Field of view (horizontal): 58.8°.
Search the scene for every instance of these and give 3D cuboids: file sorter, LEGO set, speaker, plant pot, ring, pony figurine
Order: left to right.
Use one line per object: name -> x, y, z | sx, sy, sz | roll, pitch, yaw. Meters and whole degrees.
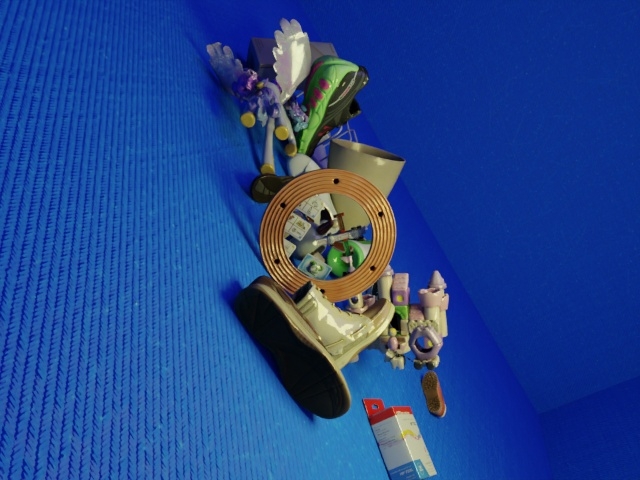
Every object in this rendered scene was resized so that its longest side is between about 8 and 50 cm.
pony figurine -> -0.155, -0.421, 1.675 | 0.363, 0.302, 0.351 | -90, 166, -45
LEGO set -> 0.000, 0.000, 1.430 | 0.244, 0.182, 0.060 | 32, 11, -11
file sorter -> 0.005, -0.427, 2.178 | 0.278, 0.173, 0.193 | 45, 25, -39
ring -> 0.018, -0.009, 1.383 | 0.336, 0.336, 0.032 | 54, 1, -18
plant pot -> 0.120, -0.172, 1.897 | 0.256, 0.274, 0.256 | 15, 16, -4
speaker -> 0.123, 0.059, 1.841 | 0.131, 0.131, 0.296 | 64, 19, 10

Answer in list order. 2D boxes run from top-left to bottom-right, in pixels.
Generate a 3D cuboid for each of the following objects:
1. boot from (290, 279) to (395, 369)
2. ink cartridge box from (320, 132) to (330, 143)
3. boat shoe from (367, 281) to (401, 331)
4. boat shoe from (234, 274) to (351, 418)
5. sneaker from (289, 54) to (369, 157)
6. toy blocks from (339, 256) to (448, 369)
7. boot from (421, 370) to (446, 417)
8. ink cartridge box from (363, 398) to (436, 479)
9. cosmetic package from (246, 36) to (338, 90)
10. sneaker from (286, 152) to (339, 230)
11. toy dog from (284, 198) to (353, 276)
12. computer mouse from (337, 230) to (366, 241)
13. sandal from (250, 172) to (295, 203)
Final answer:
boot -> 0.041, 0.171, 1.362 | 0.203, 0.262, 0.095 | 55, -23, -7
ink cartridge box -> -0.031, -0.496, 2.351 | 0.181, 0.061, 0.104 | 53, 20, -22
boat shoe -> 0.223, 0.213, 1.872 | 0.108, 0.102, 0.301 | 17, 37, -11
boat shoe -> -0.044, 0.220, 1.208 | 0.342, 0.123, 0.123 | 52, 21, -7
sneaker -> 0.022, -0.405, 1.866 | 0.202, 0.483, 0.185 | -3, 71, -21
toy blocks -> 0.193, 0.169, 1.537 | 0.309, 0.288, 0.260 | -25, 111, -69
boot -> 0.397, 0.535, 1.974 | 0.084, 0.059, 0.158 | 47, 31, -43
ink cartridge box -> 0.204, 0.509, 1.475 | 0.134, 0.078, 0.231 | 27, 37, -58
cosmetic package -> -0.095, -0.626, 2.031 | 0.309, 0.113, 0.160 | -5, 54, -21
sneaker -> -0.024, -0.147, 1.796 | 0.290, 0.106, 0.123 | 61, 16, -2
toy dog -> -0.002, -0.029, 1.576 | 0.220, 0.161, 0.334 | 48, 22, -19
computer mouse -> 0.098, -0.023, 2.027 | 0.106, 0.042, 0.193 | 53, 17, 16
sandal -> -0.136, -0.157, 1.566 | 0.060, 0.090, 0.219 | 36, 23, 16
